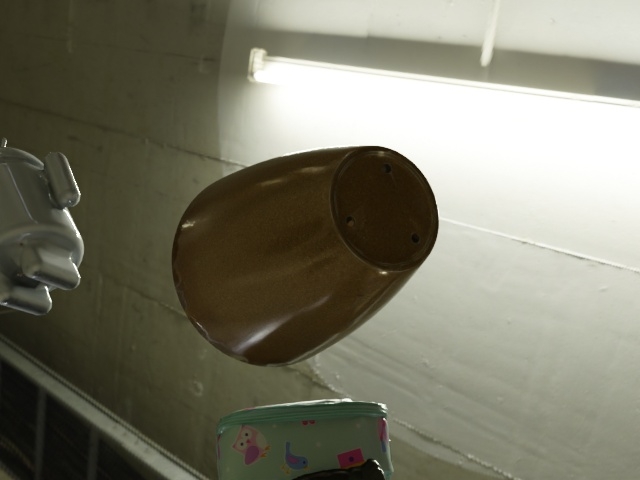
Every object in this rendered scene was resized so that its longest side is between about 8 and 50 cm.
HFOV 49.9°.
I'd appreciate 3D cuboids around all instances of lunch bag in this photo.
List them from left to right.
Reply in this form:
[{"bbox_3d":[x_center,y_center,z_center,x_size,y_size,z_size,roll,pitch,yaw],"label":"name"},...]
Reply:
[{"bbox_3d":[-0.018,0.283,0.888,0.279,0.224,0.107,98,-15,-64],"label":"lunch bag"}]

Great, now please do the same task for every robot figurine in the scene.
[{"bbox_3d":[-0.564,-0.031,1.254,0.300,0.200,0.353,-38,-120,4],"label":"robot figurine"}]

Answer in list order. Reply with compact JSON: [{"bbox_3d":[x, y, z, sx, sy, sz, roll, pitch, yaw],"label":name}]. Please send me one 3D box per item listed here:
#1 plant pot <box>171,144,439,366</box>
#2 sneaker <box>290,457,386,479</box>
[{"bbox_3d":[0.000,0.000,0.711,0.254,0.237,0.237,-27,-103,57],"label":"plant pot"},{"bbox_3d":[0.015,0.356,0.647,0.130,0.109,0.286,-6,-129,4],"label":"sneaker"}]
